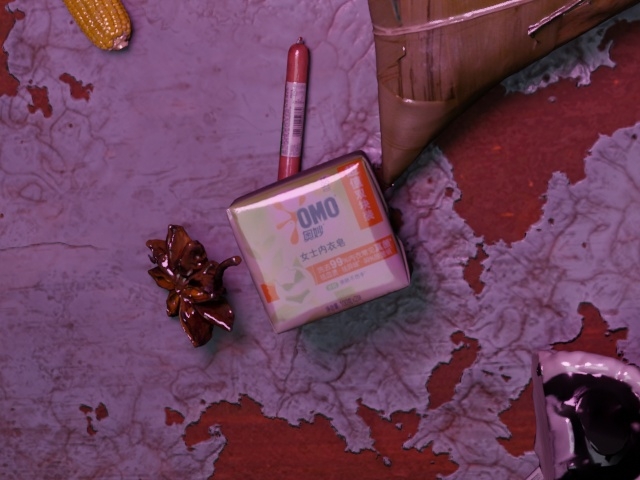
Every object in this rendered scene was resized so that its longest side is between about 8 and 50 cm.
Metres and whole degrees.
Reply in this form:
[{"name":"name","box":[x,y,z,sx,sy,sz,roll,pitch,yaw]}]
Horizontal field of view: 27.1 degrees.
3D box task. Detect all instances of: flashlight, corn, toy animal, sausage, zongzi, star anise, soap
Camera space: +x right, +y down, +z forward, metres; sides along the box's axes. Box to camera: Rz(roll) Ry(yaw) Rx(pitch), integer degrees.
[{"name":"flashlight","box":[0.280,0.328,1.780,0.018,0.018,0.083,43,111,5]},{"name":"corn","box":[-0.324,-0.344,1.791,0.067,0.067,0.206,-35,91,22]},{"name":"toy animal","box":[0.347,0.234,1.649,0.155,0.204,0.208,-5,83,4]},{"name":"sausage","box":[-0.036,-0.159,1.762,0.029,0.029,0.223,10,105,15]},{"name":"zongzi","box":[0.265,-0.246,1.587,0.446,0.181,0.418,4,119,14]},{"name":"star anise","box":[-0.159,0.070,1.791,0.234,0.073,0.177,28,132,53]},{"name":"soap","box":[0.000,0.000,1.712,0.199,0.138,0.182,-21,95,7]}]
